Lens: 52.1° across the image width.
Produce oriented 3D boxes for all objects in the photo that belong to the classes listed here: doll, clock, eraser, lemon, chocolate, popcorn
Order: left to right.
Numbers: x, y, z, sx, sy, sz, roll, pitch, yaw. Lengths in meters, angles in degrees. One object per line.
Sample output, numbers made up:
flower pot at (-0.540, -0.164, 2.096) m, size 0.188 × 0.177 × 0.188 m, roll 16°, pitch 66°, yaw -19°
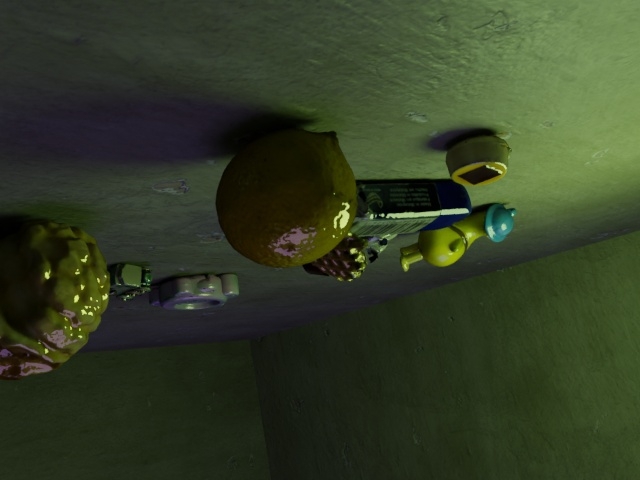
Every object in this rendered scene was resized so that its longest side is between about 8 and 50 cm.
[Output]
popcorn at (-0.609, 0.095, 1.306) m, size 0.382 × 0.349 × 0.349 m, roll 31°, pitch 144°, yaw -32°
clock at (-0.417, 0.171, 2.151) m, size 0.228 × 0.090 × 0.248 m, roll -21°, pitch 161°, yaw 38°
lemon at (-0.061, -0.066, 1.108) m, size 0.253 × 0.228 × 0.228 m, roll -38°, pitch 154°, yaw 31°
chocolate at (-0.018, 0.020, 1.822) m, size 0.080 × 0.125 × 0.148 m, roll -4°, pitch 132°, yaw 11°
eraser at (0.190, -0.078, 1.547) m, size 0.332 × 0.101 × 0.155 m, roll -5°, pitch 165°, yaw -27°
doll at (0.403, -0.019, 1.935) m, size 0.363 × 0.145 × 0.199 m, roll -24°, pitch -157°, yaw 15°

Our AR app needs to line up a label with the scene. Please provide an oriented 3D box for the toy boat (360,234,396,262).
toy boat at (0.092, -0.019, 1.661) m, size 0.270 × 0.140 × 0.141 m, roll 11°, pitch 160°, yaw -21°

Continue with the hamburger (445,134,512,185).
hamburger at (0.322, -0.165, 1.323) m, size 0.141 × 0.081 × 0.126 m, roll 10°, pitch 157°, yaw -25°

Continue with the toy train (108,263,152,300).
toy train at (-0.560, 0.117, 1.847) m, size 0.194 × 0.080 × 0.125 m, roll -19°, pitch 154°, yaw 42°

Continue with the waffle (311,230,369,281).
waffle at (-0.001, 0.001, 1.519) m, size 0.052 × 0.254 × 0.245 m, roll -53°, pitch 175°, yaw -25°
